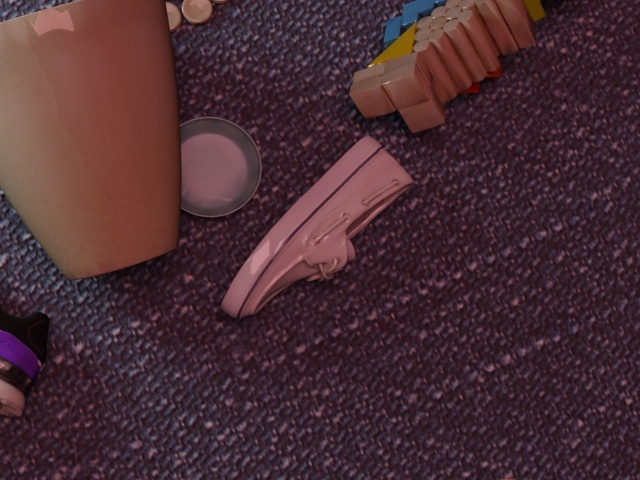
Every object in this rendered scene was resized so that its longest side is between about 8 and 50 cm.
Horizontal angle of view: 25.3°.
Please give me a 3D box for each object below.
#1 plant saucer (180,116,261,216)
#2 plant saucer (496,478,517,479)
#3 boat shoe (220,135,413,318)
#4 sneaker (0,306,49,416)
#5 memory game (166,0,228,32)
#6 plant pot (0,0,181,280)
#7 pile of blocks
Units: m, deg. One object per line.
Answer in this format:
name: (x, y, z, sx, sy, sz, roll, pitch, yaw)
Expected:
plant saucer: (-0.128, -0.082, 1.639, 0.119, 0.021, 0.119, 1, 78, -7)
plant saucer: (0.211, 0.309, 1.599, 0.083, 0.013, 0.083, 2, 76, -7)
boat shoe: (0.000, 0.000, 1.604, 0.088, 0.096, 0.267, 41, 67, 7)
sneaker: (-0.426, 0.068, 1.533, 0.293, 0.102, 0.146, 26, 71, -6)
memory game: (-0.185, -0.334, 1.693, 0.186, 0.012, 0.186, 2, 77, -8)
plant pot: (-0.253, -0.105, 1.535, 0.256, 0.256, 0.274, -18, 97, -11)
pile of blocks: (0.187, -0.255, 1.691, 0.362, 0.149, 0.113, -39, 128, -5)
